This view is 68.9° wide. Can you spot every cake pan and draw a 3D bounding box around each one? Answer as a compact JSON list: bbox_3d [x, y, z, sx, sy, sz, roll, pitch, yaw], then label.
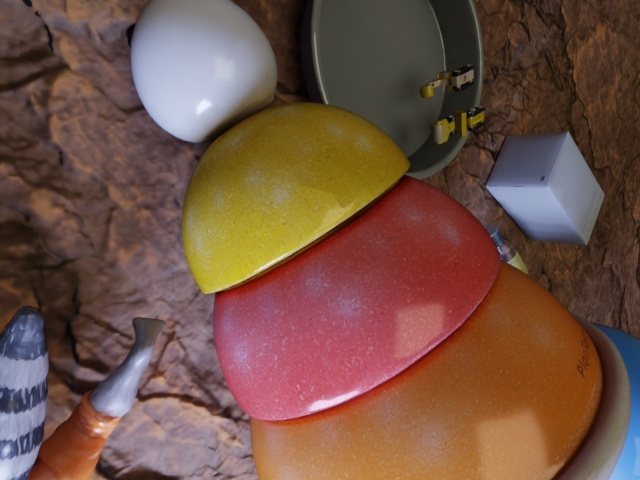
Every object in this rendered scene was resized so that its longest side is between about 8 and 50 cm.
[{"bbox_3d":[0.093,-0.219,0.569,0.294,0.054,0.292,-5,99,-37],"label":"cake pan"}]

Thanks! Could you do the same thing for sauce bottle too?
[{"bbox_3d":[0.305,0.023,0.774,0.128,0.042,0.042,48,67,-30],"label":"sauce bottle"}]

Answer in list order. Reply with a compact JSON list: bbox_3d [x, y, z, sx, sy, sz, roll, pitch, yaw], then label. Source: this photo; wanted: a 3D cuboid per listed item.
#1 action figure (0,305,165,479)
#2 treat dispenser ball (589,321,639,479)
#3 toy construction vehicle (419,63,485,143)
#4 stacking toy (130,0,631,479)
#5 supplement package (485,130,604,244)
[{"bbox_3d":[-0.267,0.192,0.273,0.342,0.179,0.329,18,75,-41],"label":"action figure"},{"bbox_3d":[0.362,0.257,0.647,0.288,0.288,0.287,-6,99,-37],"label":"treat dispenser ball"},{"bbox_3d":[0.162,-0.168,0.579,0.098,0.035,0.085,-33,126,-27],"label":"toy construction vehicle"},{"bbox_3d":[0.000,0.000,0.423,0.351,0.351,0.479,-34,97,-30],"label":"stacking toy"},{"bbox_3d":[0.375,-0.083,0.774,0.179,0.105,0.105,36,74,-36],"label":"supplement package"}]
